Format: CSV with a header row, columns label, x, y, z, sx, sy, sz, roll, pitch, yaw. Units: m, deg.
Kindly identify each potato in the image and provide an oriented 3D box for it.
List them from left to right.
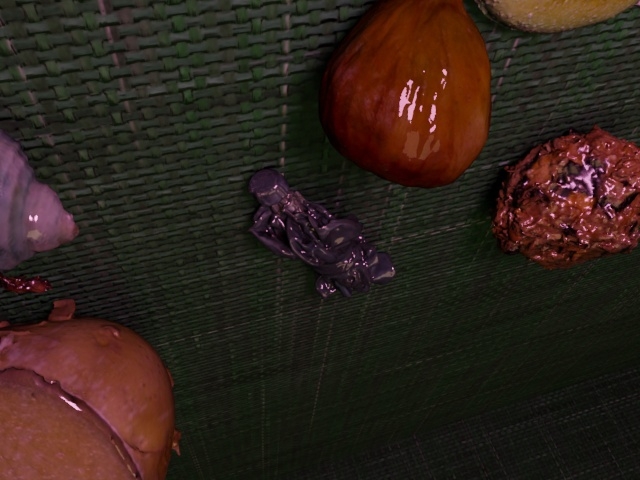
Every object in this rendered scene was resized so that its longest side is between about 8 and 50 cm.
label,x,y,z,sx,sy,sz,roll,pitch,yaw
potato,-0.428,0.269,0.919,0.442,0.319,0.385,-16,110,9

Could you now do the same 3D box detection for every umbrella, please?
label,x,y,z,sx,sy,sz,roll,pitch,yaw
umbrella,-0.001,0.003,0.922,0.143,0.094,0.349,-31,146,9

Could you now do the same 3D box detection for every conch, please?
label,x,y,z,sx,sy,sz,roll,pitch,yaw
conch,-0.364,-0.050,0.562,0.277,0.195,0.220,25,101,-20

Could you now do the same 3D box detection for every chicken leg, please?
label,x,y,z,sx,sy,sz,roll,pitch,yaw
chicken leg,-0.410,0.060,0.835,0.083,0.021,0.036,18,142,-41

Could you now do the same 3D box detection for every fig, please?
label,x,y,z,sx,sy,sz,roll,pitch,yaw
fig,0.114,-0.202,0.637,0.190,0.190,0.290,13,103,-43

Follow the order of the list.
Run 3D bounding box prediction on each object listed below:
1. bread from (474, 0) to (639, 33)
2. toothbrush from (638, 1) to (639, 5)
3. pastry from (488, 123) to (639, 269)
label,x,y,z,sx,sy,sz,roll,pitch,yaw
bread,0.287,-0.330,0.609,0.301,0.045,0.301,-12,145,-9
toothbrush,0.364,-0.297,0.745,0.162,0.017,0.014,4,137,-29
pastry,0.407,-0.048,0.987,0.275,0.193,0.275,-15,151,-9
